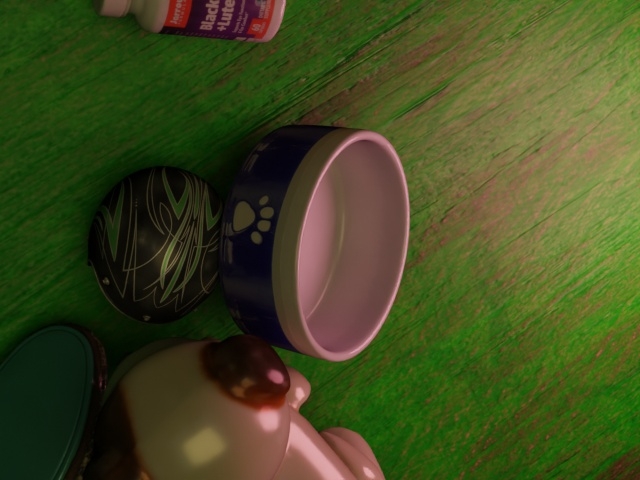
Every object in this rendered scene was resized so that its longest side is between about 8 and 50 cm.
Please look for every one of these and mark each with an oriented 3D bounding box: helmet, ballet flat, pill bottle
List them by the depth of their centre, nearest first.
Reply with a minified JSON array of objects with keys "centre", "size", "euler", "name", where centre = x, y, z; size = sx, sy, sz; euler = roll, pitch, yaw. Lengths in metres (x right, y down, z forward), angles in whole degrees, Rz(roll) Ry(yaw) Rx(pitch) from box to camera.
[{"centre":[-0.143,-0.275,1.054],"size":[0.193,0.108,0.108],"euler":[0,104,-24],"name":"pill bottle"},{"centre":[-0.352,0.331,1.069],"size":[0.182,0.164,0.483],"euler":[78,26,-59],"name":"ballet flat"},{"centre":[-0.177,0.003,1.084],"size":[0.169,0.161,0.169],"euler":[-6,106,-22],"name":"helmet"}]

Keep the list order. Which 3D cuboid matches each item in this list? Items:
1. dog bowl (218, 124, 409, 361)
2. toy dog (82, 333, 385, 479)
[{"centre":[0.000,0.000,1.122],"size":[0.265,0.104,0.265],"euler":[-26,121,-55],"name":"dog bowl"},{"centre":[-0.097,0.273,1.066],"size":[0.284,0.395,0.408],"euler":[-34,127,-2],"name":"toy dog"}]
